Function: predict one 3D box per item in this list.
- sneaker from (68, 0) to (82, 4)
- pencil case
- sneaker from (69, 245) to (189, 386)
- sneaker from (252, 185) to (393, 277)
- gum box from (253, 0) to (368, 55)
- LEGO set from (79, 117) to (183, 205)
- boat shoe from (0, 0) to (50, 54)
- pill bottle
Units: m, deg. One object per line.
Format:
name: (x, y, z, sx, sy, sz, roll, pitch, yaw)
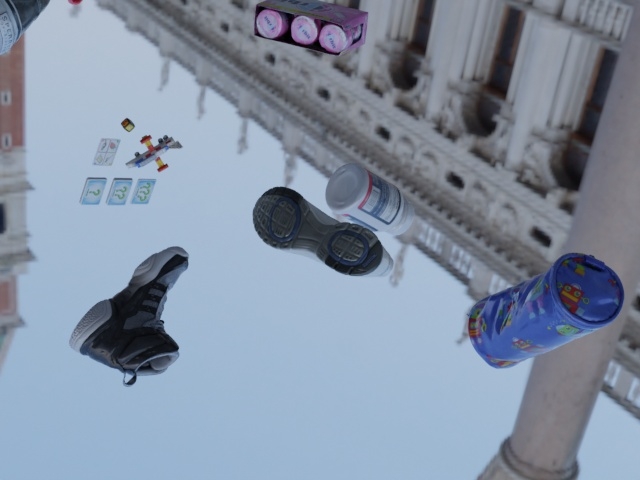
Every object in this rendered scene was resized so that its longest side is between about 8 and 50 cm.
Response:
sneaker: (-0.417, -0.521, 1.911, 0.209, 0.081, 0.094, -20, -116, 16)
pencil case: (0.344, 0.111, 1.530, 0.119, 0.306, 0.133, 22, -114, -11)
sneaker: (-0.279, 0.131, 1.625, 0.153, 0.101, 0.268, 41, -129, 5)
sneaker: (0.000, 0.000, 1.735, 0.297, 0.111, 0.129, 30, 178, 31)
gum box: (-0.012, -0.391, 1.768, 0.188, 0.062, 0.107, 18, -149, 22)
LEGO set: (-0.433, -0.168, 2.242, 0.182, 0.244, 0.060, 0, -140, -38)
boat shoe: (-0.454, -0.307, 1.094, 0.335, 0.121, 0.119, 30, -134, 11)
pill bottle: (0.105, -0.077, 1.977, 0.180, 0.108, 0.108, 27, -168, -43)
